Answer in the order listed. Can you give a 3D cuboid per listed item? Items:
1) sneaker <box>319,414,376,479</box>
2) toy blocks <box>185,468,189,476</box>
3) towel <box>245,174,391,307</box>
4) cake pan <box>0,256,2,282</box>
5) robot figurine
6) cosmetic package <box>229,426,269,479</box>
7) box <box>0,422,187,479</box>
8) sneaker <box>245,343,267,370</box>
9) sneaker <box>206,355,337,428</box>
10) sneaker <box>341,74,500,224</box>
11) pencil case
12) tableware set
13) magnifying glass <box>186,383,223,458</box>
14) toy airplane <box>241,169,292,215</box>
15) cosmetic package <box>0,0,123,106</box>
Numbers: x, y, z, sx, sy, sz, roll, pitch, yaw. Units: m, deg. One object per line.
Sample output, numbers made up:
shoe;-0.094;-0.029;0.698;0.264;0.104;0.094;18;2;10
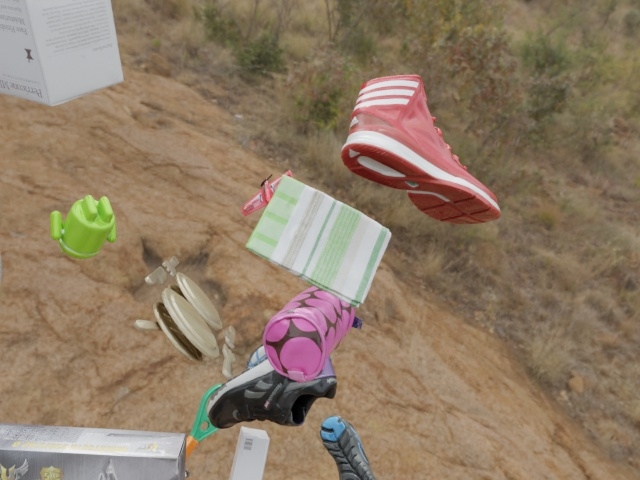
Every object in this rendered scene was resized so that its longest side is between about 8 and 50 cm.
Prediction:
sneaker;0.111;0.693;1.713;0.140;0.125;0.340;40;28;-59
toy blocks;-0.509;0.843;1.621;0.309;0.288;0.260;-13;71;-27
towel;0.000;0.000;0.680;0.152;0.023;0.113;28;64;-5
cake pan;-0.687;0.046;0.955;0.054;0.293;0.293;-8;20;27
robot figurine;-0.363;-0.017;0.885;0.101;0.115;0.067;1;48;-46
cosmetic package;-0.155;0.504;1.137;0.060;0.239;0.099;13;-11;-9
box;-0.279;0.315;0.673;0.231;0.183;0.056;5;13;-4
sneaker;-0.095;0.261;1.342;0.086;0.237;0.085;48;29;14
sneaker;-0.093;0.294;1.037;0.107;0.283;0.124;23;35;-51
sneaker;0.127;-0.107;0.631;0.221;0.128;0.087;25;-23;-36
pencil case;-0.008;0.120;0.760;0.095;0.098;0.209;8;7;14
tableware set;-0.147;0.087;0.626;0.128;0.039;0.194;53;-3;-8
magnifying glass;-0.267;0.423;1.280;0.026;0.092;0.231;-4;41;52
toy airplane;-0.104;-0.080;1.204;0.028;0.151;0.151;32;13;-40
cosmetic package;-0.425;-0.326;0.884;0.151;0.183;0.151;17;35;24
